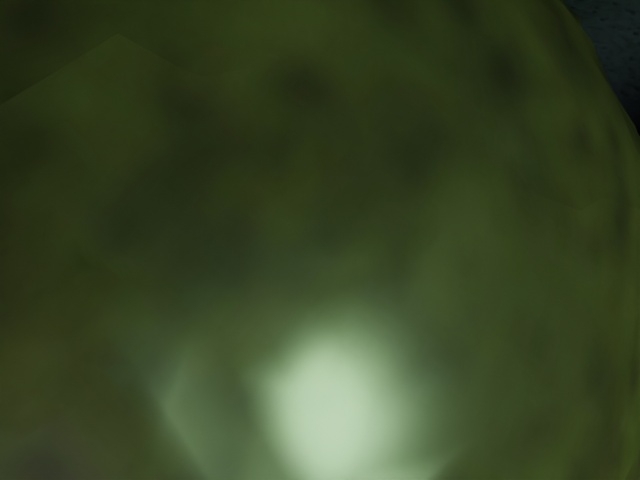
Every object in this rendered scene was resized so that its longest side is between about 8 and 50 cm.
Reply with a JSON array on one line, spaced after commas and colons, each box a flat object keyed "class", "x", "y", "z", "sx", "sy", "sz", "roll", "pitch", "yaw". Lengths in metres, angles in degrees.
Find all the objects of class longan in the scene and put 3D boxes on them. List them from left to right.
[{"class": "longan", "x": -0.079, "y": 0.025, "z": 0.645, "sx": 0.391, "sy": 0.391, "sz": 0.391, "roll": 6, "pitch": 156, "yaw": 3}]
